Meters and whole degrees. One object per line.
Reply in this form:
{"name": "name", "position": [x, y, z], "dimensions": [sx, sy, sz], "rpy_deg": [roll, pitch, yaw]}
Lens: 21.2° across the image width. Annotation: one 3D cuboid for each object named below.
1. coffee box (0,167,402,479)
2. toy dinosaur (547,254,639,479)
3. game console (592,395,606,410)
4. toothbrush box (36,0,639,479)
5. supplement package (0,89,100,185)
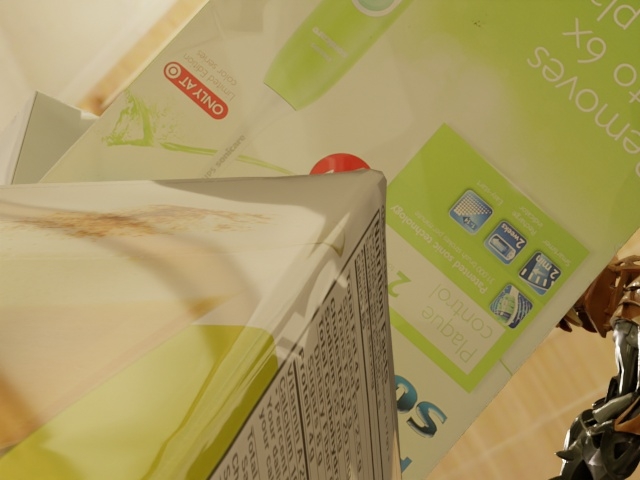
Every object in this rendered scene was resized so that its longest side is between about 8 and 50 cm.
{"name": "coffee box", "position": [-0.159, 0.181, 0.493], "dimensions": [0.334, 0.337, 0.338], "rpy_deg": [-54, -39, -69]}
{"name": "toy dinosaur", "position": [0.201, 0.081, 0.860], "dimensions": [0.164, 0.322, 0.218], "rpy_deg": [13, -84, -16]}
{"name": "game console", "position": [0.293, 0.146, 1.334], "dimensions": [0.071, 0.122, 0.107], "rpy_deg": [-22, -94, -59]}
{"name": "toothbrush box", "position": [0.042, -0.048, 0.784], "dimensions": [0.206, 0.122, 0.283], "rpy_deg": [42, -98, 3]}
{"name": "supplement package", "position": [-0.178, 0.020, 1.323], "dimensions": [0.203, 0.194, 0.149], "rpy_deg": [23, -122, -23]}
